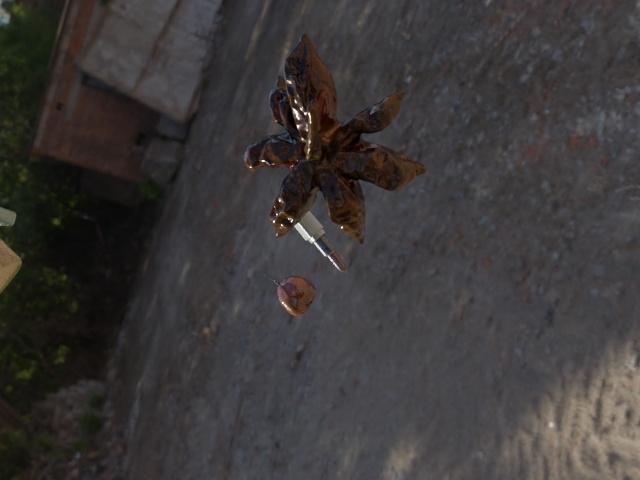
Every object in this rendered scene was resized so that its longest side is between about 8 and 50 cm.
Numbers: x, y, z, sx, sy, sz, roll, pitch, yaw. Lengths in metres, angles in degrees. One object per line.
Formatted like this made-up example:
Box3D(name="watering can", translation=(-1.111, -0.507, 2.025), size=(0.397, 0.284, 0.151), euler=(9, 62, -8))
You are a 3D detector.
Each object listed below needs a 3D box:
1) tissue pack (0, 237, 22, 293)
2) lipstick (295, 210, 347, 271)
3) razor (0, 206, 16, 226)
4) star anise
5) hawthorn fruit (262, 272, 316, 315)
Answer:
Box3D(name="tissue pack", translation=(-0.595, 0.087, 1.129), size=(0.275, 0.167, 0.200), euler=(-27, 24, 22))
Box3D(name="lipstick", translation=(0.000, 0.000, 1.111), size=(0.025, 0.107, 0.025), euler=(-42, 5, -22))
Box3D(name="razor", translation=(-0.628, -0.063, 1.412), size=(0.278, 0.111, 0.056), euler=(14, -96, -74))
Box3D(name="star anise", translation=(0.000, -0.089, 0.851), size=(0.196, 0.212, 0.111), euler=(-30, 21, 36))
Box3D(name="hawthorn fruit", translation=(-0.058, 0.088, 1.422), size=(0.066, 0.103, 0.066), euler=(-53, -19, -27))
